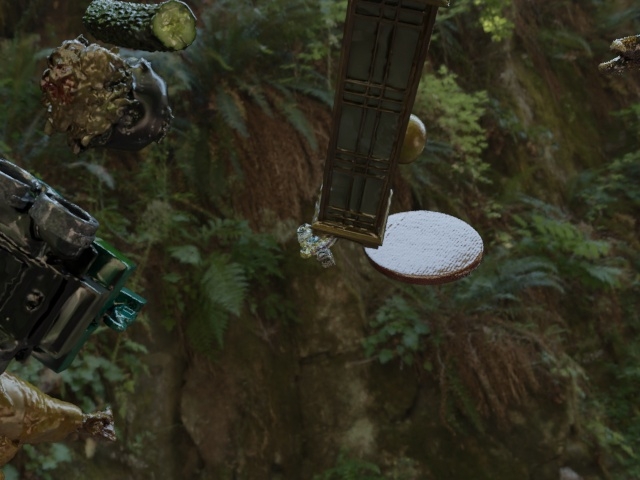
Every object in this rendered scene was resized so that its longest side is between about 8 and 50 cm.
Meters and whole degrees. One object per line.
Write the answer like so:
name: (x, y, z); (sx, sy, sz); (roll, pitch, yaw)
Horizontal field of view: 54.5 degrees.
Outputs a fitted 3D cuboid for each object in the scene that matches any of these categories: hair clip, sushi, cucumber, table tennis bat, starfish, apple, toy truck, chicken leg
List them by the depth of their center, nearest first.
toy truck: (-0.342, -0.012, 0.598); (0.177, 0.363, 0.178); (-55, 2, 2)
cucumber: (-0.201, -0.240, 0.695); (0.058, 0.058, 0.187); (-10, 24, -40)
apple: (0.145, -0.178, 1.093); (0.074, 0.090, 0.089); (5, -10, -10)
chicken leg: (-0.598, 0.376, 1.179); (0.409, 0.295, 0.182); (18, -29, -30)
sushi: (-0.455, -0.293, 1.291); (0.224, 0.239, 0.218); (4, -6, 28)
starfish: (0.712, -0.402, 1.345); (0.237, 0.071, 0.216); (-10, -35, -4)
table tennis bat: (0.205, -0.004, 1.560); (0.414, 0.051, 0.268); (18, 44, 31)
hair clip: (0.000, 0.000, 1.579); (0.116, 0.049, 0.172); (-19, 39, 4)

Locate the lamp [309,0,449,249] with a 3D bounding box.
lamp: (0.050, -0.123, 0.610); (0.090, 0.089, 0.326); (12, -37, 4)
